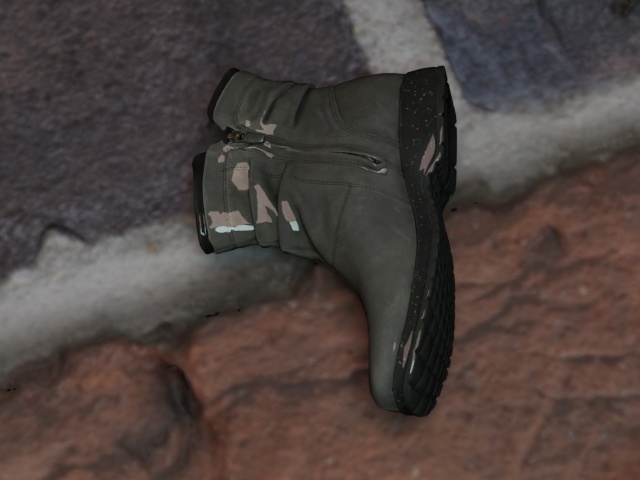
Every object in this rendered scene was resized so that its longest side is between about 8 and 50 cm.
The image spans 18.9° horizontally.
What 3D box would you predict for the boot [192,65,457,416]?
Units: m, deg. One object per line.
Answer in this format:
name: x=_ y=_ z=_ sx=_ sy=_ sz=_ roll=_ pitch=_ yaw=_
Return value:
boot: x=0.000 y=0.000 z=1.184 sx=0.161 sy=0.083 sz=0.246 roll=-3 pitch=58 yaw=11
